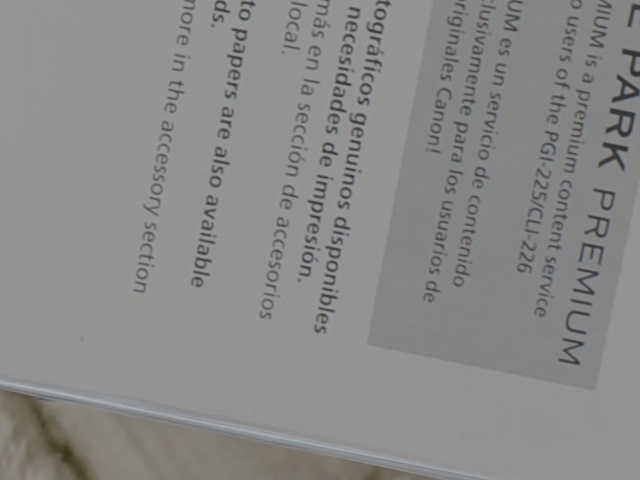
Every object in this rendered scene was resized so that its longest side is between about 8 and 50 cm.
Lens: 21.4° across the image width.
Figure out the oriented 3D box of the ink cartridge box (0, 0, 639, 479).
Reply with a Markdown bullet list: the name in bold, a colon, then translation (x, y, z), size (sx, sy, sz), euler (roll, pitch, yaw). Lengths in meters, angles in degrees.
- **ink cartridge box**: translation (0.041, -0.103, 0.433), size (0.130, 0.271, 0.310), euler (-41, 143, -82)

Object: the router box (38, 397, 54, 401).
- **router box**: translation (0.000, 0.000, 1.009), size (0.308, 0.243, 0.081), euler (-1, -60, 32)
